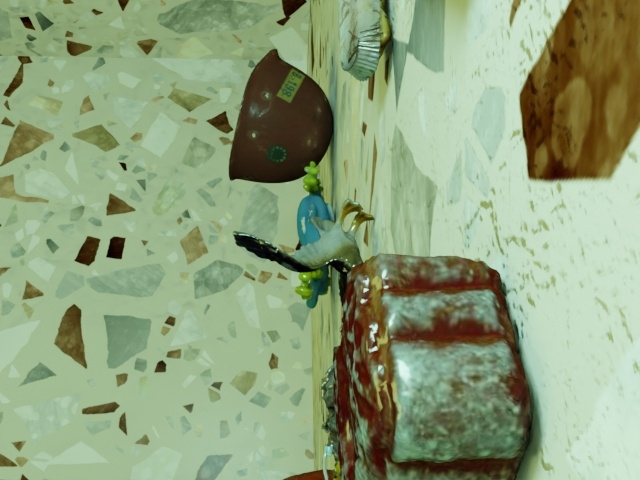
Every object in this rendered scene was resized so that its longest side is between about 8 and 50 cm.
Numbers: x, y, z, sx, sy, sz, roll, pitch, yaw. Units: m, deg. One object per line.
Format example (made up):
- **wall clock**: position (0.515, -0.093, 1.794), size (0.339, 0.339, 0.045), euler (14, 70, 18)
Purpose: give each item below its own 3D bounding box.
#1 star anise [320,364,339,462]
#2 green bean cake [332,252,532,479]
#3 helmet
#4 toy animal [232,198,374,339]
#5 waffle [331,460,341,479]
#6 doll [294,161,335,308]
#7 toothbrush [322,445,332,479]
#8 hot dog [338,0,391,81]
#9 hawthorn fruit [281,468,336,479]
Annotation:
- **star anise**: position (0.034, 0.326, 1.267), size (0.172, 0.063, 0.208), euler (-101, 12, -66)
- **green bean cake**: position (0.063, 0.108, 0.488), size (0.233, 0.097, 0.198), euler (93, 176, -46)
- **helmet**: position (-0.080, -0.300, 1.815), size (0.337, 0.230, 0.385), euler (106, -176, -45)
- **toy animal**: position (0.025, 0.018, 0.987), size (0.197, 0.272, 0.160), euler (-14, 51, 49)
- **waffle**: position (0.048, 0.458, 0.991), size (0.325, 0.068, 0.302), euler (159, 111, -85)
- **doll**: position (0.000, 0.000, 1.779), size (0.341, 0.099, 0.346), euler (66, -154, -66)
- **toothbrush**: position (0.007, 0.361, 1.026), size (0.131, 0.013, 0.011), euler (-83, -15, -49)
- **hot dog**: position (0.059, -0.297, 0.906), size (0.108, 0.059, 0.191), euler (125, 151, -61)
- **hawthorn fruit**: position (-0.012, 0.490, 1.231), size (0.179, 0.173, 0.173), euler (103, 167, -72)
